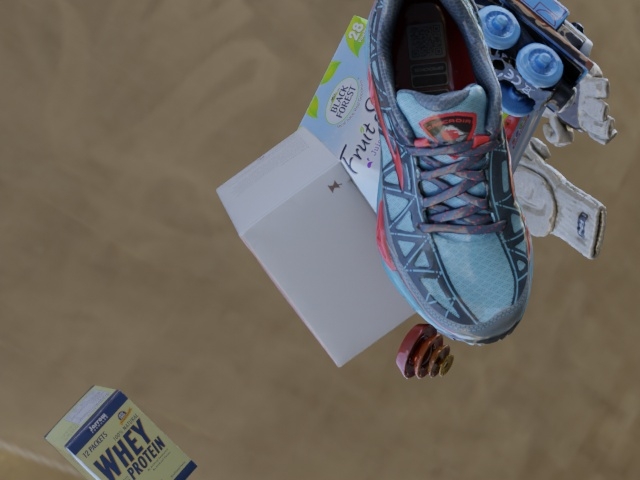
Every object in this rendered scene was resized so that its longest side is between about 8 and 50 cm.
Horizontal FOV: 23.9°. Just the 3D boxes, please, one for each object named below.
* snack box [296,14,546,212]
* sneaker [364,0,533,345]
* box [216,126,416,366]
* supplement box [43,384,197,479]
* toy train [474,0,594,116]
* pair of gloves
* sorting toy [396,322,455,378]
[{"bbox_3d":[0.091,-0.103,1.494,0.174,0.207,0.070,-65,-22,-3],"label":"snack box"},{"bbox_3d":[0.075,-0.059,0.989,0.125,0.104,0.261,53,-156,-82],"label":"sneaker"},{"bbox_3d":[0.000,0.000,1.154,0.091,0.170,0.130,-36,-75,0],"label":"box"},{"bbox_3d":[-0.148,0.155,1.109,0.083,0.083,0.056,46,-107,-13],"label":"supplement box"},{"bbox_3d":[0.160,-0.191,1.325,0.105,0.184,0.080,-49,-3,-29],"label":"toy train"},{"bbox_3d":[0.276,-0.117,1.805,0.042,0.204,0.240,-17,-63,-32],"label":"pair of gloves"},{"bbox_3d":[0.101,0.069,1.213,0.102,0.042,0.061,-66,-24,5],"label":"sorting toy"}]
